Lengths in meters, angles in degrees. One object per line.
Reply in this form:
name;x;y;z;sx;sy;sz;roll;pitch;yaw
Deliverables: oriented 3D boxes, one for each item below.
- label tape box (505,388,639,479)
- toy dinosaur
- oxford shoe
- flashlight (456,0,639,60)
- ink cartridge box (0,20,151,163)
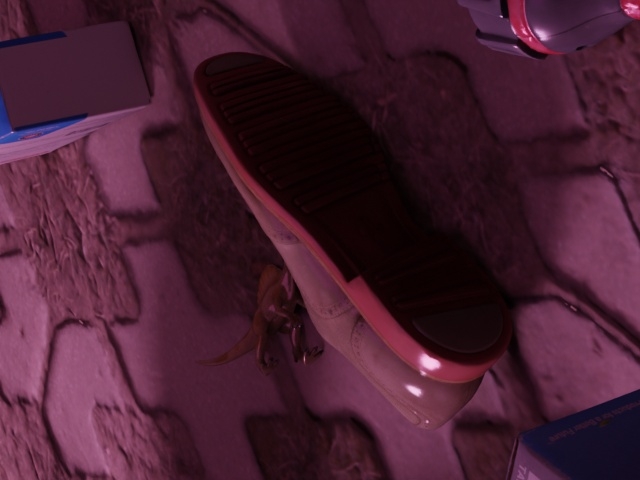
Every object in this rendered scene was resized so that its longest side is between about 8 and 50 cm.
label tape box;0.292;0.198;0.979;0.333;0.240;0.106;36;129;40
toy dinosaur;-0.040;0.069;1.536;0.183;0.053;0.093;-61;40;34
oxford shoe;0.000;0.000;1.391;0.348;0.123;0.130;54;144;27
flashlight;0.216;-0.142;1.073;0.304;0.103;0.103;20;116;48
ink cartridge box;-0.274;-0.127;1.673;0.203;0.148;0.086;-16;90;53
